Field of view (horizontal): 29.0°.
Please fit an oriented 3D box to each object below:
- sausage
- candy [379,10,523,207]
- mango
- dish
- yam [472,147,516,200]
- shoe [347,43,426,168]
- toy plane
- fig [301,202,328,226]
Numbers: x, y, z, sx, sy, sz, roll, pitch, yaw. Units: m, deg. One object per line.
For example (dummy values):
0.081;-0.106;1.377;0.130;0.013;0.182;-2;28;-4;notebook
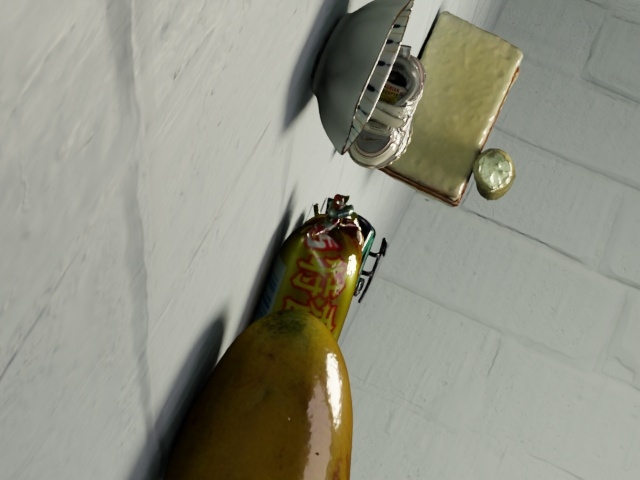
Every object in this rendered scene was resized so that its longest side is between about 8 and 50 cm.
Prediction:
-0.011;0.072;1.630;0.117;0.125;0.317;54;-47;46;sausage
0.237;-0.239;2.283;0.135;0.179;0.320;67;47;-80;candy
-0.067;0.260;1.477;0.264;0.221;0.378;-34;138;-73;mango
0.036;-0.191;1.341;0.191;0.066;0.190;25;90;-85;dish
0.315;-0.119;2.251;0.371;0.083;0.083;0;113;-82;yam
0.096;-0.189;1.734;0.092;0.089;0.180;78;33;-81;shoe
0.004;0.093;1.986;0.155;0.106;0.381;-40;154;-62;toy plane
0.000;0.000;1.725;0.098;0.082;0.084;-90;164;-67;fig
